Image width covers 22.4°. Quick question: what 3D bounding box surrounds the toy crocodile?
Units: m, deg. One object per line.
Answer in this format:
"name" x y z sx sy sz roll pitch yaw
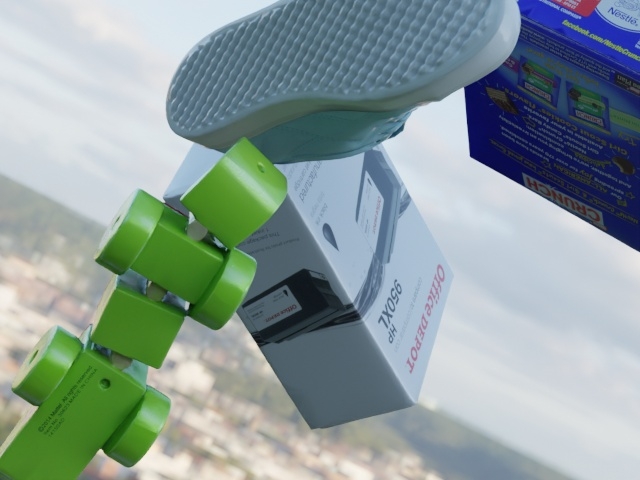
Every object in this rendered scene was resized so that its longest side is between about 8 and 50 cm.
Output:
"toy crocodile" -0.147 0.066 1.274 0.115 0.340 0.105 31 14 -12

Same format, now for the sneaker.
"sneaker" 0.040 -0.144 1.359 0.366 0.135 0.150 -7 -18 44

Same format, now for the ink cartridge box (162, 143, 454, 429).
"ink cartridge box" 0.000 0.000 2.085 0.166 0.285 0.395 -16 -60 28

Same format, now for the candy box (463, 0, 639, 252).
"candy box" 0.285 -0.153 1.707 0.268 0.122 0.317 31 -23 23
